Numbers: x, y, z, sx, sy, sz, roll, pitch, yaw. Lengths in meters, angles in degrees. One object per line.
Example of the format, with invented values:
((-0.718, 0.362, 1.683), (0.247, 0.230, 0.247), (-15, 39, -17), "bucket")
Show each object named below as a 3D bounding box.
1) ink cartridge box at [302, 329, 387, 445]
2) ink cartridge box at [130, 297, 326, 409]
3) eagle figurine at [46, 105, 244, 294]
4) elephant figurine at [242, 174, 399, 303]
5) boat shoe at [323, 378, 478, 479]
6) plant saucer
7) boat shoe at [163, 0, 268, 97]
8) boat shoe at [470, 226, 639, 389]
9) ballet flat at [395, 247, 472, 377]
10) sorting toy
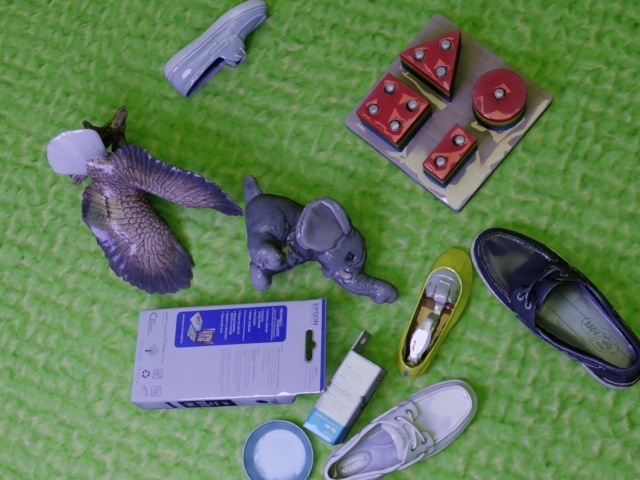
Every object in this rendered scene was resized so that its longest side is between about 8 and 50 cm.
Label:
((0.052, 0.237, 1.501), (0.060, 0.104, 0.180), (32, 87, 14), "ink cartridge box")
((-0.144, 0.189, 1.543), (0.333, 0.065, 0.165), (-4, 65, 15), "ink cartridge box")
((-0.300, -0.084, 1.589), (0.225, 0.226, 0.298), (-32, 69, -18), "eagle figurine")
((0.000, 0.000, 1.550), (0.240, 0.186, 0.169), (-6, 35, -1), "elephant figurine")
((0.128, 0.313, 1.476), (0.277, 0.096, 0.098), (-34, 75, 2), "boat shoe")
((-0.069, 0.357, 1.543), (0.119, 0.021, 0.119), (-2, 78, 10), "plant saucer")
((-0.174, -0.341, 1.675), (0.227, 0.079, 0.081), (-37, 84, 7), "boat shoe")
((0.372, 0.097, 1.465), (0.127, 0.113, 0.340), (-40, 75, 1), "boat shoe")
((0.186, 0.116, 1.514), (0.077, 0.077, 0.230), (24, 84, 14), "ballet flat")
((0.211, -0.228, 1.570), (0.257, 0.089, 0.255), (40, 88, 15), "sorting toy")
